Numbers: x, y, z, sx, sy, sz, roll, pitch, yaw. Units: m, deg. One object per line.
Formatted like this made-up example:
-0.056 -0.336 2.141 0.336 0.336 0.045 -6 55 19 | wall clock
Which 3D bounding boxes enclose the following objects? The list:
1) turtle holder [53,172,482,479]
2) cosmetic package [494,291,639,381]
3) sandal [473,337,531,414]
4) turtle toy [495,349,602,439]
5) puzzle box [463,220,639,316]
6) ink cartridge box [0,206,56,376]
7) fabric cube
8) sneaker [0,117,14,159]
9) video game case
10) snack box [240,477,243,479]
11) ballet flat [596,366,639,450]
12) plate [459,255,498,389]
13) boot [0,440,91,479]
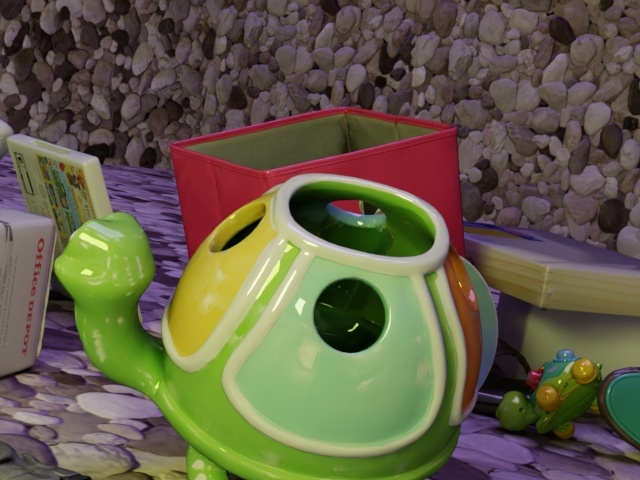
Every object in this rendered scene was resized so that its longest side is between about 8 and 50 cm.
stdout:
-0.023 0.059 0.947 0.320 0.227 0.243 26 35 16 | turtle holder
0.363 0.134 1.597 0.224 0.138 0.224 10 6 -1 | cosmetic package
0.166 0.145 1.420 0.303 0.086 0.120 12 7 13 | sandal
0.255 0.170 1.304 0.066 0.130 0.095 54 -2 43 | turtle toy
0.290 0.030 1.556 0.272 0.052 0.409 6 8 -24 | puzzle box
-0.347 0.053 1.115 0.092 0.158 0.218 12 7 17 | ink cartridge box
0.000 0.000 1.390 0.254 0.258 0.259 -14 18 -27 | fabric cube
-0.481 -0.040 1.489 0.129 0.297 0.111 27 -29 19 | sneaker
-0.312 -0.015 1.502 0.026 0.227 0.206 -27 29 -33 | video game case
-0.027 0.179 1.060 0.100 0.037 0.141 7 8 -10 | snack box
0.425 0.211 1.310 0.280 0.095 0.096 20 -4 -5 | ballet flat
0.117 0.102 1.305 0.188 0.188 0.024 6 -3 -32 | plate
-0.247 0.143 0.733 0.161 0.083 0.246 12 -5 17 | boot
